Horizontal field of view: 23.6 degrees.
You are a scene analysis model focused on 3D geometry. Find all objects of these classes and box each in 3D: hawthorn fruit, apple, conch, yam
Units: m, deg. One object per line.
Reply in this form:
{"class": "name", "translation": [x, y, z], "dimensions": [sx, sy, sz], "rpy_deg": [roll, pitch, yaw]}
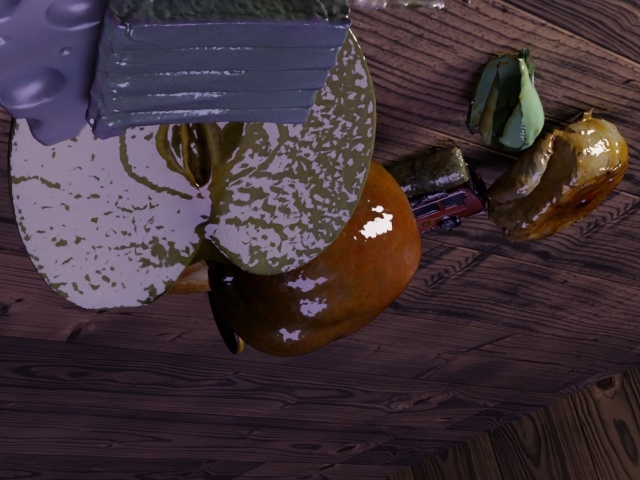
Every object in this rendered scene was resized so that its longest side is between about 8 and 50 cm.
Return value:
{"class": "hawthorn fruit", "translation": [0.000, 0.000, 1.969], "dimensions": [0.301, 0.267, 0.268], "rpy_deg": [-17, 161, -23]}
{"class": "apple", "translation": [-0.128, -0.116, 1.526], "dimensions": [0.312, 0.320, 0.360], "rpy_deg": [12, 123, 20]}
{"class": "conch", "translation": [0.230, -0.178, 1.948], "dimensions": [0.106, 0.079, 0.170], "rpy_deg": [-21, 144, -3]}
{"class": "yam", "translation": [0.081, -0.067, 2.129], "dimensions": [0.253, 0.061, 0.061], "rpy_deg": [-19, 159, 11]}

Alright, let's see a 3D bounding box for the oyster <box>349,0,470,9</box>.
{"class": "oyster", "translation": [0.070, -0.313, 1.435], "dimensions": [0.354, 0.107, 0.201], "rpy_deg": [12, 101, -46]}

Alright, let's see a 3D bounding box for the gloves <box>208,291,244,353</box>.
{"class": "gloves", "translation": [-0.019, 0.076, 2.398], "dimensions": [0.294, 0.116, 0.133], "rpy_deg": [-19, -172, -16]}

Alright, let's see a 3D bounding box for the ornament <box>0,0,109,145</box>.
{"class": "ornament", "translation": [-0.182, -0.256, 1.227], "dimensions": [0.240, 0.239, 0.239], "rpy_deg": [-19, 158, 7]}

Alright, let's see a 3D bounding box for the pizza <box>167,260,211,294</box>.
{"class": "pizza", "translation": [-0.207, 0.005, 2.089], "dimensions": [0.182, 0.074, 0.365], "rpy_deg": [-27, 157, 23]}

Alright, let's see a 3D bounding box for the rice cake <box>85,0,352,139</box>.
{"class": "rice cake", "translation": [-0.084, -0.138, 1.205], "dimensions": [0.198, 0.037, 0.189], "rpy_deg": [-8, 157, -18]}

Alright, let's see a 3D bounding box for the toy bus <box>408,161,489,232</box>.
{"class": "toy bus", "translation": [0.122, -0.044, 2.203], "dimensions": [0.235, 0.073, 0.096], "rpy_deg": [-21, 153, 14]}

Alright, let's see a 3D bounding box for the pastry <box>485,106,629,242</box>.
{"class": "pastry", "translation": [0.337, -0.083, 2.164], "dimensions": [0.218, 0.100, 0.229], "rpy_deg": [-39, 163, 11]}
